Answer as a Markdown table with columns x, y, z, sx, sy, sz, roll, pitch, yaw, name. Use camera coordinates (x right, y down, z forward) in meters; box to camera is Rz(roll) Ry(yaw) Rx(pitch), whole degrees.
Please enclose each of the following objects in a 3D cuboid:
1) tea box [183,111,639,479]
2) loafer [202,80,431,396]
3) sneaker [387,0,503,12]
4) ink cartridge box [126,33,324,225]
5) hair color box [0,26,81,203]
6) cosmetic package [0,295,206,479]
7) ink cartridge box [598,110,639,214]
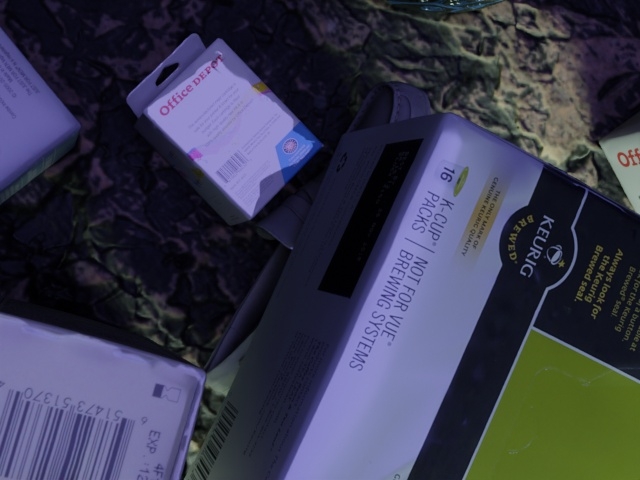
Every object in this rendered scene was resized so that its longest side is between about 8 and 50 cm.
| x | y | z | sx | sy | sz | roll | pitch | yaw | name |
| --- | --- | --- | --- | --- | --- | --- | --- | --- | --- |
| 0.117 | 0.126 | 0.761 | 0.323 | 0.220 | 0.329 | 27 | 84 | -15 | tea box |
| 0.000 | 0.000 | 0.888 | 0.111 | 0.112 | 0.319 | 26 | 82 | -22 | loafer |
| 0.080 | -0.258 | 0.937 | 0.211 | 0.080 | 0.081 | 8 | 89 | -17 | sneaker |
| -0.087 | -0.096 | 0.876 | 0.143 | 0.090 | 0.092 | 46 | 77 | -9 | ink cartridge box |
| -0.388 | -0.037 | 0.776 | 0.374 | 0.113 | 0.185 | -41 | 99 | -14 | hair color box |
| -0.189 | 0.120 | 0.733 | 0.153 | 0.296 | 0.129 | 17 | 84 | -14 | cosmetic package |
| 0.411 | -0.018 | 0.963 | 0.114 | 0.197 | 0.273 | -30 | 96 | -15 | ink cartridge box |
